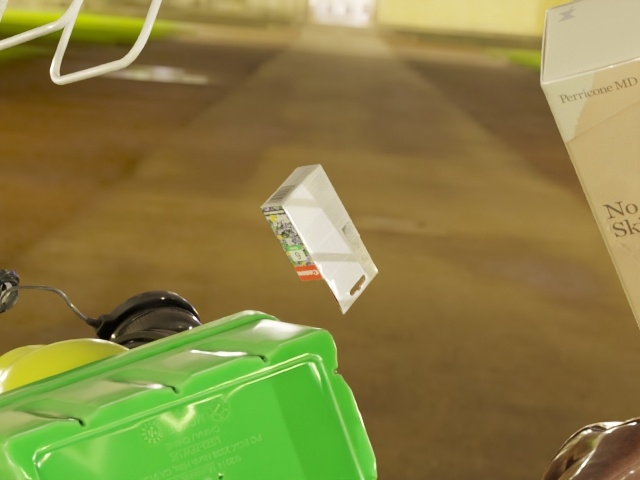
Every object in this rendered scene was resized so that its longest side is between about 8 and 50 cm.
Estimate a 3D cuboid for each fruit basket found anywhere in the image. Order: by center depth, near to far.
[{"bbox_3d":[-0.169,0.203,1.550,0.392,0.283,0.392,-20,-4,-1],"label":"fruit basket"}]

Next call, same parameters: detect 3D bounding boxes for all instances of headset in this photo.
[{"bbox_3d":[-0.198,0.160,2.007,0.394,0.185,0.243,33,10,-13],"label":"headset"}]

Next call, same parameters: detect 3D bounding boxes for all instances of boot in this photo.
[{"bbox_3d":[0.247,0.247,1.841,0.207,0.090,0.248,-25,-11,-40],"label":"boot"}]

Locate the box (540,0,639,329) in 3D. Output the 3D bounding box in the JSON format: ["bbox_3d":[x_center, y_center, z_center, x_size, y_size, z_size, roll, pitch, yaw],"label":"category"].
[{"bbox_3d":[0.298,-0.056,1.540,0.148,0.311,0.121,-15,33,21],"label":"box"}]

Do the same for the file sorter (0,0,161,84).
[{"bbox_3d":[-0.272,-0.269,1.543,0.277,0.173,0.193,27,-17,-29],"label":"file sorter"}]

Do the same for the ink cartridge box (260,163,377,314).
[{"bbox_3d":[0.000,0.000,1.576,0.029,0.115,0.063,-6,32,42],"label":"ink cartridge box"}]
